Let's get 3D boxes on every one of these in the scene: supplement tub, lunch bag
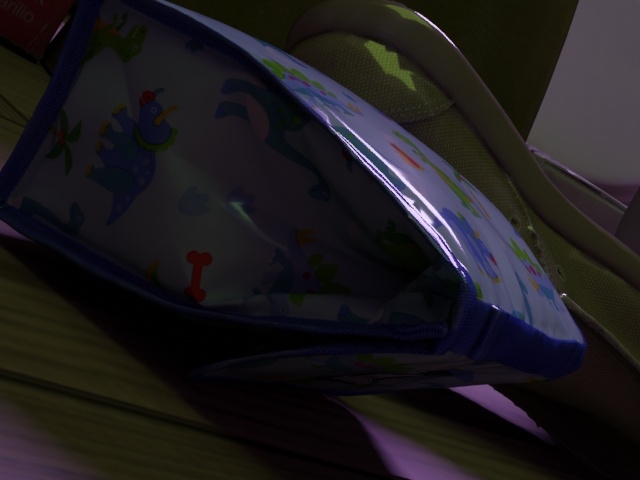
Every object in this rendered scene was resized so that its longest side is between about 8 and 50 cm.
[{"bbox_3d":[0.251,-0.085,1.254,0.235,0.235,0.325,35,-9,18],"label":"supplement tub"},{"bbox_3d":[0.000,0.000,0.452,0.151,0.096,0.129,26,3,25],"label":"lunch bag"}]

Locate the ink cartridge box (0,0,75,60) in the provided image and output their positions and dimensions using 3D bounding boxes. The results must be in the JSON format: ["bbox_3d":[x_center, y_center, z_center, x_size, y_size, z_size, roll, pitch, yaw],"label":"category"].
[{"bbox_3d":[-0.139,-0.328,0.865,0.160,0.384,0.279,30,8,-22],"label":"ink cartridge box"}]

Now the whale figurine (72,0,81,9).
[{"bbox_3d":[-0.180,-0.230,1.183,0.272,0.141,0.216,-1,34,-32],"label":"whale figurine"}]

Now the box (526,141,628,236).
[{"bbox_3d":[0.099,-0.032,1.028,0.094,0.113,0.275,28,7,-26],"label":"box"}]

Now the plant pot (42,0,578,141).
[{"bbox_3d":[0.035,-0.156,0.846,0.275,0.293,0.275,32,8,-5],"label":"plant pot"}]

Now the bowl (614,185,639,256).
[{"bbox_3d":[0.241,0.077,0.726,0.298,0.134,0.298,42,0,0],"label":"bowl"}]

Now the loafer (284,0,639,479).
[{"bbox_3d":[0.065,0.023,0.608,0.268,0.092,0.102,45,-29,-21],"label":"loafer"}]
